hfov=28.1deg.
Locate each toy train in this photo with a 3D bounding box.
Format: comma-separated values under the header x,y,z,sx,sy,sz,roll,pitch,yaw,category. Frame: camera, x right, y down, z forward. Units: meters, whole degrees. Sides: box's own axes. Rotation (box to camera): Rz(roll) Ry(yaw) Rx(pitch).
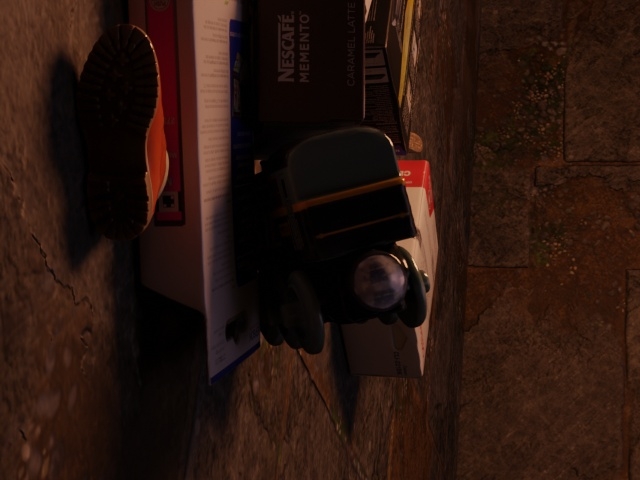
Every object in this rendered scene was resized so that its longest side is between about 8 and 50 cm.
x,y,z,sx,sy,sz,roll,pitch,yaw,category
0.000,0.000,1.216,0.334,0.142,0.190,171,-94,-76,toy train

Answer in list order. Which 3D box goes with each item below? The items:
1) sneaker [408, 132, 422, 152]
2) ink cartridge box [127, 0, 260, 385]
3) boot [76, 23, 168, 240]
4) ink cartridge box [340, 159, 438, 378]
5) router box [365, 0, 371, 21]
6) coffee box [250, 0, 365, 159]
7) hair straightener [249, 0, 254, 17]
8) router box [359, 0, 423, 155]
x,y,z,sx,sy,sz,roll,pitch,yaw,category
0.109,-0.169,2.132,0.118,0.067,0.042,26,63,-43,sneaker
-0.103,-0.074,1.103,0.176,0.069,0.370,-29,115,-77,ink cartridge box
-0.142,-0.087,0.960,0.084,0.059,0.157,-62,158,-71,boot
0.103,0.042,1.911,0.197,0.114,0.272,78,16,-45,ink cartridge box
0.019,-0.410,1.440,0.335,0.082,0.301,63,40,-72,router box
-0.019,-0.163,1.251,0.246,0.098,0.141,136,-46,-83,coffee box
-0.028,-0.234,1.395,0.230,0.089,0.047,59,48,-71,hair straightener
0.094,-0.320,1.947,0.243,0.081,0.308,73,21,-52,router box
